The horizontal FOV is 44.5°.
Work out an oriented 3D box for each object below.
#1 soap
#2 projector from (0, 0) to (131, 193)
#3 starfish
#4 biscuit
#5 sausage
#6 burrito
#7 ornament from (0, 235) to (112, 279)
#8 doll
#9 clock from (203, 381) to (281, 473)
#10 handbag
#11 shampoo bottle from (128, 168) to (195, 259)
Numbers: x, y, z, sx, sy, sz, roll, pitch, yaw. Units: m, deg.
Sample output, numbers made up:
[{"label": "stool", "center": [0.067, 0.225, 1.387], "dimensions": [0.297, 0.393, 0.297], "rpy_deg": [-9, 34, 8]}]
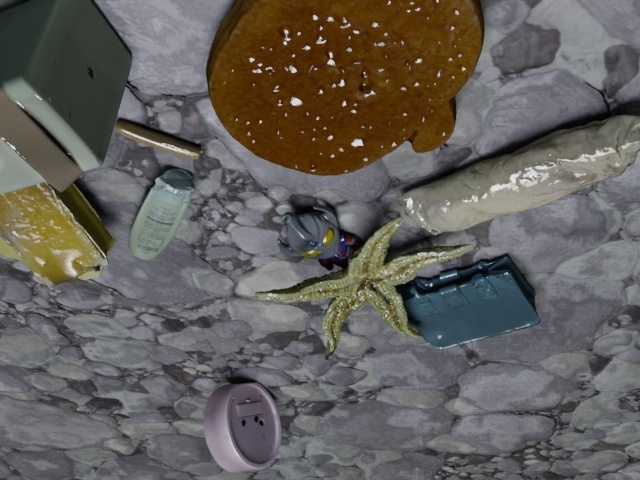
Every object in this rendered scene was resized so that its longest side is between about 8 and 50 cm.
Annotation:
[{"label": "soap", "center": [-0.447, -0.041, 1.251], "dimensions": [0.135, 0.076, 0.233], "rpy_deg": [-19, 122, 15]}, {"label": "projector", "center": [-0.363, -0.179, 0.985], "dimensions": [0.177, 0.242, 0.163], "rpy_deg": [-14, 140, 20]}, {"label": "starfish", "center": [0.096, 0.078, 1.344], "dimensions": [0.358, 0.078, 0.347], "rpy_deg": [-22, 137, 12]}, {"label": "biscuit", "center": [0.040, -0.228, 1.023], "dimensions": [0.350, 0.070, 0.394], "rpy_deg": [28, 136, -30]}, {"label": "sausage", "center": [-0.245, -0.151, 1.181], "dimensions": [0.132, 0.024, 0.024], "rpy_deg": [17, 140, -17]}, {"label": "burrito", "center": [0.303, -0.091, 1.166], "dimensions": [0.392, 0.076, 0.117], "rpy_deg": [-20, 142, 30]}, {"label": "ornament", "center": [-0.460, -0.021, 1.342], "dimensions": [0.201, 0.059, 0.180], "rpy_deg": [16, 135, -11]}, {"label": "doll", "center": [-0.001, 0.001, 1.318], "dimensions": [0.104, 0.062, 0.195], "rpy_deg": [-23, 141, 32]}, {"label": "clock", "center": [-0.170, 0.412, 1.736], "dimensions": [0.068, 0.197, 0.197], "rpy_deg": [-20, 135, 28]}, {"label": "handbag", "center": [0.266, 0.112, 1.434], "dimensions": [0.229, 0.062, 0.179], "rpy_deg": [-20, 132, 28]}, {"label": "shampoo bottle", "center": [-0.267, -0.040, 1.302], "dimensions": [0.072, 0.049, 0.212], "rpy_deg": [22, 139, -17]}]
